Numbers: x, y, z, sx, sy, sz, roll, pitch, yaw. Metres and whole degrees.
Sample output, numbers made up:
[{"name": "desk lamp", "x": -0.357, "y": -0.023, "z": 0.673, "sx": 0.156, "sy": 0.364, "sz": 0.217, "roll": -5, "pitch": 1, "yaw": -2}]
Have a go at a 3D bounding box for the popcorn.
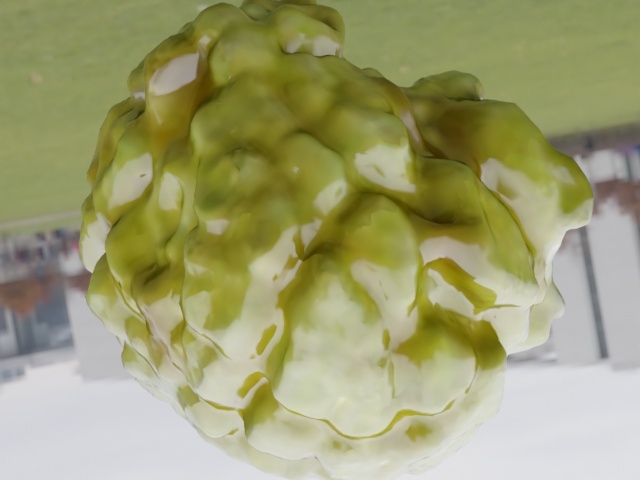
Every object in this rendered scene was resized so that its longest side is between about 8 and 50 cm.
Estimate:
[{"name": "popcorn", "x": 0.000, "y": 0.000, "z": 0.782, "sx": 0.257, "sy": 0.224, "sz": 0.270, "roll": 25, "pitch": -161, "yaw": 7}]
